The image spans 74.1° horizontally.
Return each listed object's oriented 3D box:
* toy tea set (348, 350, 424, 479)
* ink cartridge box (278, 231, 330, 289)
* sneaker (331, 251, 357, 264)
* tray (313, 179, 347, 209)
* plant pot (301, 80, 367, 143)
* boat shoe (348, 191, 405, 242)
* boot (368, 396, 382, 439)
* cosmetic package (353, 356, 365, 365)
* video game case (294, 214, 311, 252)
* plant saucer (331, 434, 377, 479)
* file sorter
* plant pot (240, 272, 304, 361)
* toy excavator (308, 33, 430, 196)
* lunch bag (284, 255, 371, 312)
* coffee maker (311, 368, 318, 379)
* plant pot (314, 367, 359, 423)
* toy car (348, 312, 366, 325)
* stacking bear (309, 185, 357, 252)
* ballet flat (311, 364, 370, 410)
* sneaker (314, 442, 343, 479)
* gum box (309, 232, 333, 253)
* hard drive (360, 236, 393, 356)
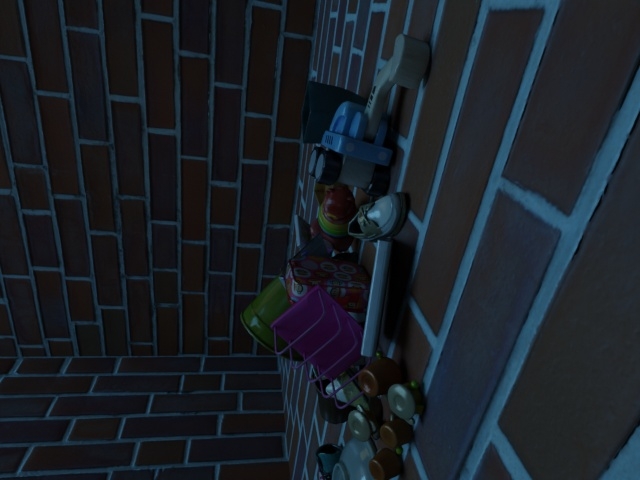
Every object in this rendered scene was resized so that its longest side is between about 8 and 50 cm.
[{"bbox_3d":[0.185,0.472,1.142,0.200,0.124,0.336,32,119,43],"label":"toy tea set"},{"bbox_3d":[-0.055,0.108,1.623,0.045,0.223,0.224,25,147,41],"label":"ink cartridge box"},{"bbox_3d":[0.072,0.158,1.645,0.087,0.130,0.227,-146,58,-79],"label":"sneaker"},{"bbox_3d":[0.042,-0.241,2.030,0.411,0.076,0.203,-108,24,-58],"label":"tray"},{"bbox_3d":[0.058,-0.470,1.599,0.165,0.234,0.166,111,159,-58],"label":"plant pot"},{"bbox_3d":[0.166,-0.060,1.291,0.302,0.103,0.113,122,149,-67],"label":"boat shoe"},{"bbox_3d":[0.166,0.549,1.309,0.118,0.042,0.087,-91,3,-50],"label":"boot"},{"bbox_3d":[0.116,0.430,1.531,0.115,0.060,0.041,124,146,-71],"label":"cosmetic package"},{"bbox_3d":[-0.054,-0.004,2.205,0.026,0.206,0.227,-33,40,22],"label":"video game case"},{"bbox_3d":[0.107,0.838,1.374,0.400,0.100,0.400,-178,90,-79],"label":"plant saucer"},{"bbox_3d":[0.024,0.323,1.258,0.202,0.290,0.182,-41,19,8],"label":"file sorter"},{"bbox_3d":[-0.106,0.281,1.897,0.353,0.366,0.366,-56,17,7],"label":"plant pot"},{"bbox_3d":[0.142,-0.367,1.299,0.433,0.222,0.445,-124,47,-69],"label":"toy excavator"},{"bbox_3d":[0.031,0.154,1.441,0.258,0.293,0.120,-114,34,-67],"label":"lunch bag"},{"bbox_3d":[0.029,0.520,1.858,0.171,0.120,0.178,-49,-30,-67],"label":"coffee maker"},{"bbox_3d":[0.060,0.571,1.560,0.167,0.167,0.165,-108,15,-60],"label":"plant pot"},{"bbox_3d":[0.082,0.309,1.529,0.182,0.136,0.159,-133,47,-74],"label":"toy car"},{"bbox_3d":[0.064,-0.098,1.549,0.164,0.175,0.289,-56,-11,-17],"label":"stacking bear"},{"bbox_3d":[0.049,0.468,1.463,0.348,0.123,0.123,49,139,44],"label":"ballet flat"},{"bbox_3d":[0.047,0.900,1.624,0.295,0.124,0.178,-113,18,-67],"label":"sneaker"},{"bbox_3d":[0.000,0.000,2.118,0.107,0.062,0.188,-51,32,35],"label":"gum box"},{"bbox_3d":[0.163,0.148,1.198,0.203,0.040,0.307,-13,-69,-78],"label":"hard drive"}]
